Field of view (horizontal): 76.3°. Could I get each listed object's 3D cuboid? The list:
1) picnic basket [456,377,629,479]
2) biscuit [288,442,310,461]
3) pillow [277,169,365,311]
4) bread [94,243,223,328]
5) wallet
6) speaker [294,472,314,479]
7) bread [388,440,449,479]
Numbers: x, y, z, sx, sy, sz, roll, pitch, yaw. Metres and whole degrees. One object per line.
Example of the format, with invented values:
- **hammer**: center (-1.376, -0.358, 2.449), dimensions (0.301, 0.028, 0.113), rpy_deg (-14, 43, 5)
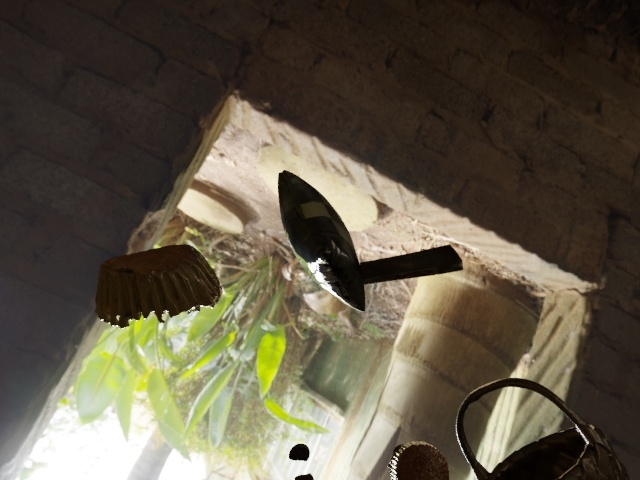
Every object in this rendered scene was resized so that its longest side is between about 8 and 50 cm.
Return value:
- **picnic basket**: center (0.451, 0.457, 0.882), dimensions (0.338, 0.337, 0.293), rpy_deg (32, 124, -22)
- **biscuit**: center (-0.084, 0.859, 1.639), dimensions (0.089, 0.087, 0.027), rpy_deg (59, 167, -19)
- **pillow**: center (0.000, 0.000, 0.731), dimensions (0.186, 0.106, 0.249), rpy_deg (55, -174, -42)
- **bread**: center (-0.364, 0.096, 0.929), dimensions (0.275, 0.149, 0.274), rpy_deg (0, -165, 0)
- **wallet**: center (0.200, 0.060, 0.936), dimensions (0.233, 0.031, 0.122), rpy_deg (-11, -164, 7)
- **speaker**: center (-0.092, 0.618, 0.763), dimensions (0.330, 0.198, 0.259), rpy_deg (-5, -157, 1)
- **bread**: center (0.341, 0.791, 1.395), dimensions (0.199, 0.199, 0.104), rpy_deg (24, 159, 3)
